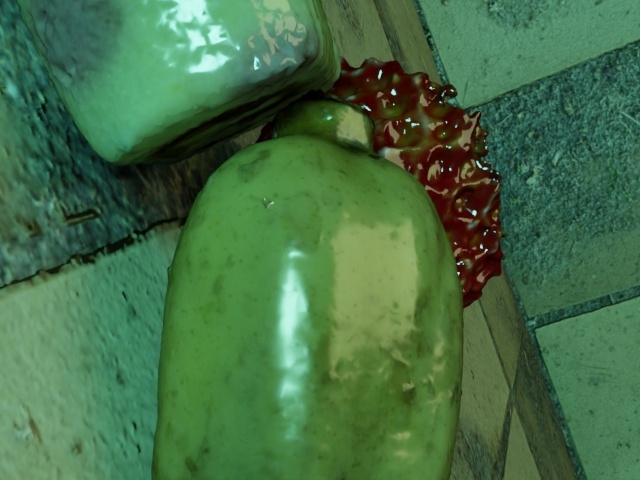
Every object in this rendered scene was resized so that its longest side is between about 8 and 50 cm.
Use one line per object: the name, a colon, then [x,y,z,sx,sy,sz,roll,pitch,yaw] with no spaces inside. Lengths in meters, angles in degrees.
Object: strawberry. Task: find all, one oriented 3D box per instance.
strawberry: [0.000,0.000,0.643,0.178,0.234,0.234,-33,106,-41]

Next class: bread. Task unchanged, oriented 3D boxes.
bread: [-0.108,-0.215,0.495,0.187,0.155,0.338,-44,113,-82]

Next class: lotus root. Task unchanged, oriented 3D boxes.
lotus root: [-0.003,0.059,0.475,0.160,0.146,0.284,21,68,-49]
